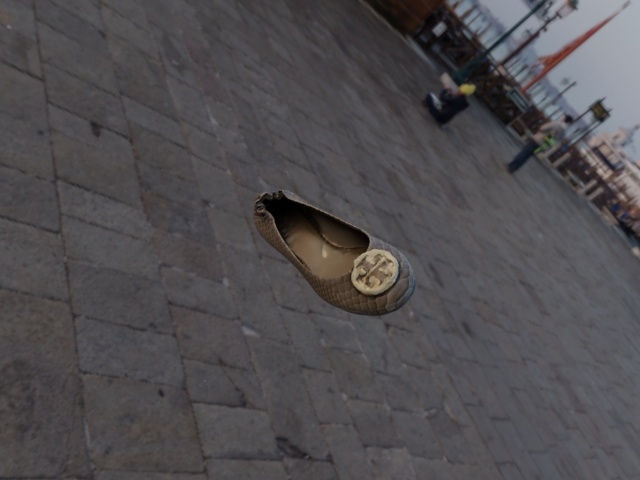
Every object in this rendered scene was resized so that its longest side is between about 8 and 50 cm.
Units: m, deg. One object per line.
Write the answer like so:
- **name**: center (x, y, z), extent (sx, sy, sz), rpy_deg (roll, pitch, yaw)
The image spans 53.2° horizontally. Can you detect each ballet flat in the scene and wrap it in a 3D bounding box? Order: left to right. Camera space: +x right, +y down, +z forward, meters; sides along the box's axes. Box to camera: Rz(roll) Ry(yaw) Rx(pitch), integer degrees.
- **ballet flat**: center (0.000, 0.000, 0.665), extent (0.250, 0.084, 0.058), rpy_deg (36, -18, 47)
